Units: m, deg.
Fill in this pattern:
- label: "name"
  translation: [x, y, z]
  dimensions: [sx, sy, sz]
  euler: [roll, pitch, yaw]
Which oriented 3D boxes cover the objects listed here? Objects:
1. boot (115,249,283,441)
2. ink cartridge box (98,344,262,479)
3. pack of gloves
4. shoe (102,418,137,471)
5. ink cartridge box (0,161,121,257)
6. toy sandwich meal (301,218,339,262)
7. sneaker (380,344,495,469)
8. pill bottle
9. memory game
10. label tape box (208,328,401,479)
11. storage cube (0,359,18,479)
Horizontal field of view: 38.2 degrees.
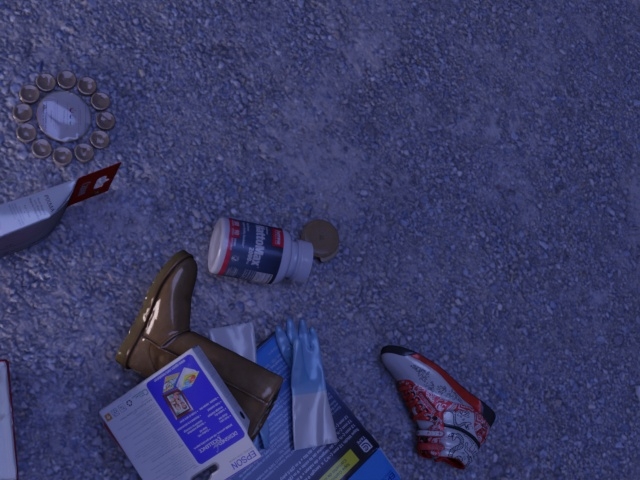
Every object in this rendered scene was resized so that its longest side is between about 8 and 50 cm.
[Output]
- label: "boot"
  translation: [-0.178, 0.178, 1.545]
  dimensions: [0.269, 0.089, 0.236]
  euler: [28, 95, 13]
- label: "ink cartridge box"
  translation: [-0.222, 0.308, 1.490]
  dimensions: [0.206, 0.045, 0.208]
  euler: [-34, 86, 15]
- label: "pack of gloves"
  translation: [-0.077, 0.247, 1.587]
  dimensions: [0.195, 0.046, 0.232]
  euler: [-7, 77, -20]
- label: "shoe"
  translation: [-0.302, 0.357, 1.580]
  dimensions: [0.178, 0.081, 0.063]
  euler: [47, 68, -4]
- label: "ink cartridge box"
  translation: [-0.449, -0.047, 1.565]
  dimensions: [0.232, 0.189, 0.066]
  euler: [-19, 85, -24]
- label: "toy sandwich meal"
  translation: [0.000, 0.000, 1.806]
  dimensions: [0.085, 0.029, 0.086]
  euler: [4, 73, -15]
- label: "sneaker"
  translation: [0.204, 0.326, 1.768]
  dimensions: [0.270, 0.090, 0.145]
  euler: [37, 65, -11]
- label: "pill bottle"
  translation: [-0.110, 0.024, 1.717]
  dimensions: [0.180, 0.108, 0.108]
  euler: [11, 74, -18]
- label: "memory game"
  translation: [-0.470, -0.225, 1.696]
  dimensions: [0.186, 0.012, 0.186]
  euler: [4, 77, -19]
- label: "label tape box"
  translation: [-0.060, 0.372, 1.649]
  dimensions: [0.249, 0.115, 0.348]
  euler: [-40, 94, -23]
- label: "storage cube"
  translation: [-0.574, 0.293, 1.437]
  dimensions: [0.183, 0.193, 0.215]
  euler: [-4, 80, -21]
